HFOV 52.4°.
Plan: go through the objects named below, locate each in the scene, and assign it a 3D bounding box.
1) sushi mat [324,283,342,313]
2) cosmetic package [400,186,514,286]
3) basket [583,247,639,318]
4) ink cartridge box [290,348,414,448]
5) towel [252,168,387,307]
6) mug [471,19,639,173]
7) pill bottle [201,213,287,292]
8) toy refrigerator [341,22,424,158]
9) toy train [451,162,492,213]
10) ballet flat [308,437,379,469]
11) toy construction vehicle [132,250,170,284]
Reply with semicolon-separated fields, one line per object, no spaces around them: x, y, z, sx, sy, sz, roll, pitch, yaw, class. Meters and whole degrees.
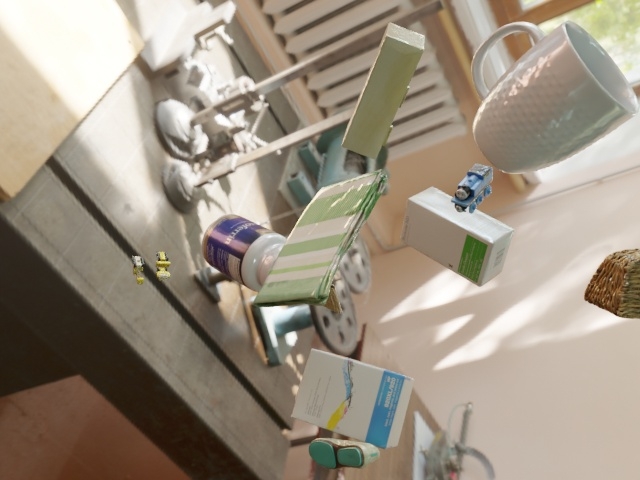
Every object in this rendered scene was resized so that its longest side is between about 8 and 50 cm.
-0.011;0.157;2.002;0.019;0.151;0.316;-62;166;-15;sushi mat
0.481;-0.020;2.329;0.155;0.365;0.197;-28;135;-39;cosmetic package
1.001;0.123;1.994;0.223;0.299;0.213;-123;-142;-80;basket
0.079;0.369;1.528;0.171;0.233;0.168;43;62;-69;ink cartridge box
0.000;0.000;1.380;0.038;0.248;0.325;40;62;-26;towel
0.529;-0.364;1.614;0.276;0.328;0.374;-20;75;-50;mug
-0.161;0.040;1.601;0.153;0.265;0.153;-21;122;-38;pill bottle
0.140;-0.324;1.432;0.094;0.269;0.102;21;34;-4;toy refrigerator
0.494;-0.168;2.118;0.184;0.080;0.105;-42;136;-32;toy train
0.045;0.399;1.216;0.052;0.168;0.057;-1;83;-38;ballet flat
-0.387;0.065;1.489;0.086;0.035;0.098;1;36;-27;toy construction vehicle
